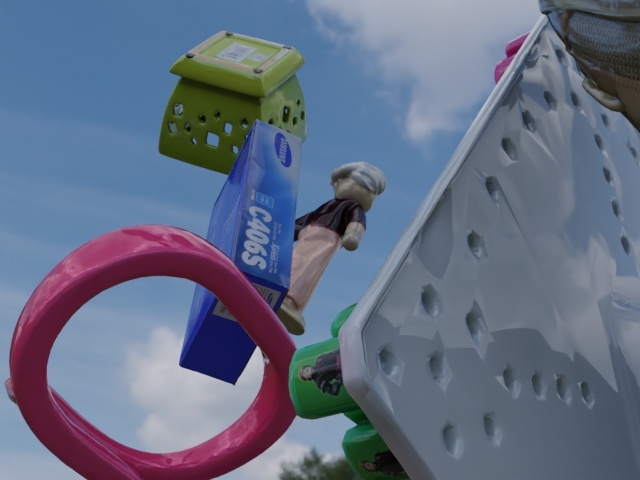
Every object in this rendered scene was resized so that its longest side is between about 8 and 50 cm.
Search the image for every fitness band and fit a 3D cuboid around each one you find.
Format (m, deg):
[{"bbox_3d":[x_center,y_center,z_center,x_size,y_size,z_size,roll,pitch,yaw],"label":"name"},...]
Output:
[{"bbox_3d":[-0.130,0.112,0.762,0.209,0.054,0.291,-36,-47,-3],"label":"fitness band"}]

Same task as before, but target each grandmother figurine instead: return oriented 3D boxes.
[{"bbox_3d":[0.000,0.000,1.477,0.208,0.342,0.104,6,-41,41],"label":"grandmother figurine"}]

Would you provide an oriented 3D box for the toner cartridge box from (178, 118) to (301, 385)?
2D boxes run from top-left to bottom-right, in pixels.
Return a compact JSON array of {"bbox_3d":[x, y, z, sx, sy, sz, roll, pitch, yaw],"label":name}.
[{"bbox_3d":[-0.095,0.002,1.160,0.075,0.348,0.165,23,-57,-14],"label":"toner cartridge box"}]

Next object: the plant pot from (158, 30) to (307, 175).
[{"bbox_3d":[-0.159,-0.267,1.739,0.227,0.228,0.207,17,-55,15],"label":"plant pot"}]

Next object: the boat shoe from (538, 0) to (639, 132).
[{"bbox_3d":[0.165,-0.083,0.396,0.121,0.110,0.341,-13,10,15],"label":"boat shoe"}]

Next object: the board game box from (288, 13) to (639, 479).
[{"bbox_3d":[0.173,0.098,0.514,0.050,0.390,0.390,-23,-71,37],"label":"board game box"}]
